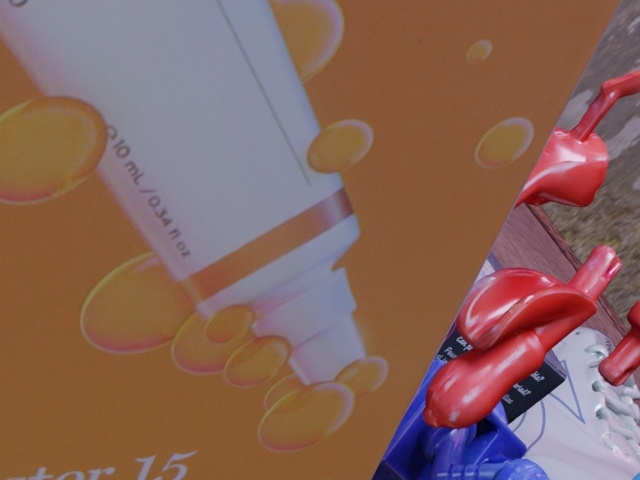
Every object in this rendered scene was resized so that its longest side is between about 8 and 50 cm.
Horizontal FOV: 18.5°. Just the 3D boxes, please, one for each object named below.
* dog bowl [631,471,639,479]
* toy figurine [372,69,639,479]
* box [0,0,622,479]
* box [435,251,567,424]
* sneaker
[{"bbox_3d":[0.145,0.188,0.904,0.297,0.074,0.166,-8,56,-38],"label":"dog bowl"},{"bbox_3d":[0.047,0.041,0.740,0.217,0.191,0.362,41,-2,41],"label":"toy figurine"},{"bbox_3d":[-0.070,-0.075,0.411,0.215,0.345,0.168,-3,44,-31],"label":"box"},{"bbox_3d":[0.000,0.000,1.096,0.163,0.142,0.247,39,15,-45],"label":"box"},{"bbox_3d":[0.145,0.114,1.210,0.111,0.129,0.297,50,-2,-30],"label":"sneaker"}]
